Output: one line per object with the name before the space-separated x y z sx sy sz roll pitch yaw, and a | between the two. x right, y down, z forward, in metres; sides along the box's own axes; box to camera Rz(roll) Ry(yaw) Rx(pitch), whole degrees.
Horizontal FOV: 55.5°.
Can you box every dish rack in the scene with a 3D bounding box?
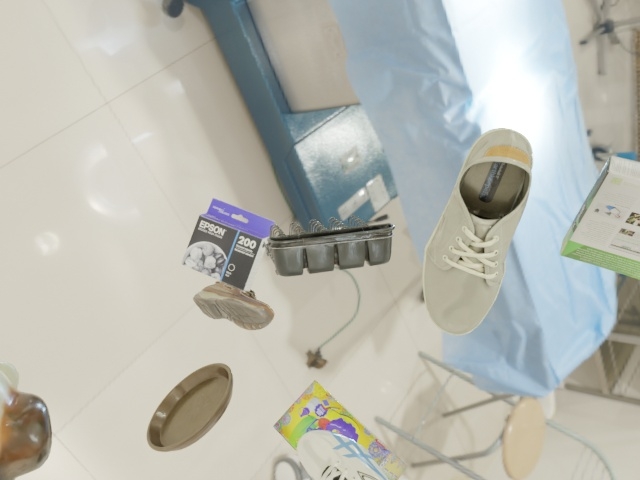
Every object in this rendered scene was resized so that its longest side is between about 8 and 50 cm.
dish rack | 0.000 0.000 1.089 0.209 0.271 0.074 -6 101 -10

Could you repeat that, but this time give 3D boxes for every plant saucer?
plant saucer | -0.334 0.439 1.593 0.041 0.278 0.278 52 58 -23

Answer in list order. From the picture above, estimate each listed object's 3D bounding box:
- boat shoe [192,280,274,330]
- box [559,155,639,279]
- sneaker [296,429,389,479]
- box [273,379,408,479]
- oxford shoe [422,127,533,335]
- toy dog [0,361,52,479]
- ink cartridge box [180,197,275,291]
boat shoe | -0.251 0.178 1.827 0.116 0.325 0.123 -47 129 -32
box | 0.697 -0.036 1.347 0.322 0.233 0.058 90 22 -55
sneaker | 0.051 0.339 0.805 0.085 0.237 0.086 -54 149 4
box | 0.062 0.583 1.714 0.177 0.290 0.279 -47 149 -9
oxford shoe | 0.299 0.003 1.192 0.130 0.169 0.449 -62 166 -62
toy dog | -0.433 0.121 0.644 0.285 0.408 0.395 15 120 -49
ink cartridge box | -0.253 0.008 1.666 0.045 0.206 0.208 23 87 -74
